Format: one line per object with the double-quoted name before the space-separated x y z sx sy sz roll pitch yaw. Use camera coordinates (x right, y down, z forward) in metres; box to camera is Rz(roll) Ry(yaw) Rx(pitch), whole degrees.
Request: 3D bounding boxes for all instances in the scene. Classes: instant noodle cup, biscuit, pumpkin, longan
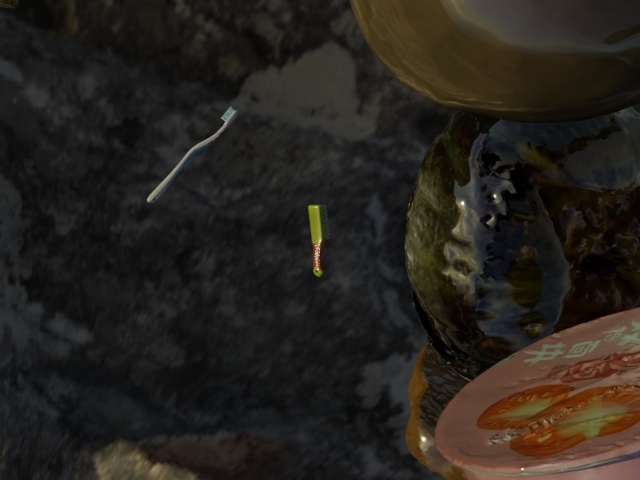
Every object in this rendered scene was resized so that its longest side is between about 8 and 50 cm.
"instant noodle cup" 0.225 0.191 0.964 0.243 0.243 0.231 -25 103 -21
"biscuit" 0.261 0.223 1.837 0.358 0.074 0.381 10 28 -19
"pumpkin" 0.219 0.000 1.344 0.320 0.192 0.321 -10 109 -33
"longan" 0.152 -0.213 0.953 0.300 0.300 0.243 -34 126 -23

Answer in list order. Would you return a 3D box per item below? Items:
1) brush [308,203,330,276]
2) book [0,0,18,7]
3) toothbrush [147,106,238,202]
"brush" 0.000 0.000 1.648 0.021 0.018 0.083 -6 94 -48
"book" -0.419 -0.315 1.421 0.216 0.310 0.021 7 73 -6
"toothbrush" -0.161 -0.106 1.813 0.162 0.014 0.017 -48 62 3
